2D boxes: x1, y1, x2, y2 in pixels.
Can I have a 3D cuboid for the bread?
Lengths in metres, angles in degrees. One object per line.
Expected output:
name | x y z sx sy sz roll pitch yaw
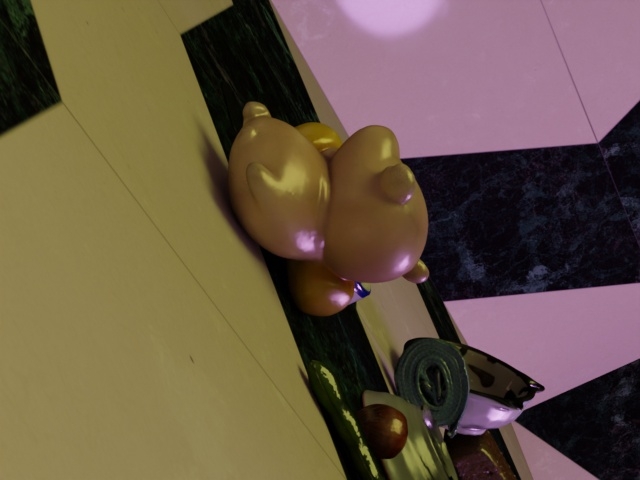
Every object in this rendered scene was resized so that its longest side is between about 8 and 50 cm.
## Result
bread | 0.376 0.566 2.538 0.416 0.113 0.165 61 8 -12

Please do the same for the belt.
belt | 0.208 0.264 2.302 0.082 0.148 0.163 29 80 -78

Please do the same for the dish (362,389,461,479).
dish | 0.159 0.341 1.965 0.260 0.085 0.260 62 8 -16

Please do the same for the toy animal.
toy animal | 0.036 -0.077 1.760 0.345 0.247 0.277 56 35 -43

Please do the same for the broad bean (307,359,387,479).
broad bean | 0.040 0.259 1.637 0.226 0.039 0.069 63 8 8

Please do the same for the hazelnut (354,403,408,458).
hazelnut | 0.084 0.272 1.775 0.086 0.086 0.086 62 9 -17

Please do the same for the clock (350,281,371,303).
clock | 0.000 0.000 2.030 0.230 0.083 0.230 63 6 -13

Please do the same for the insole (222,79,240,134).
insole | -0.145 -0.217 2.035 0.053 0.002 0.152 57 11 -41

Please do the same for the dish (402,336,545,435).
dish | 0.282 0.304 2.470 0.303 0.120 0.303 18 15 -5
